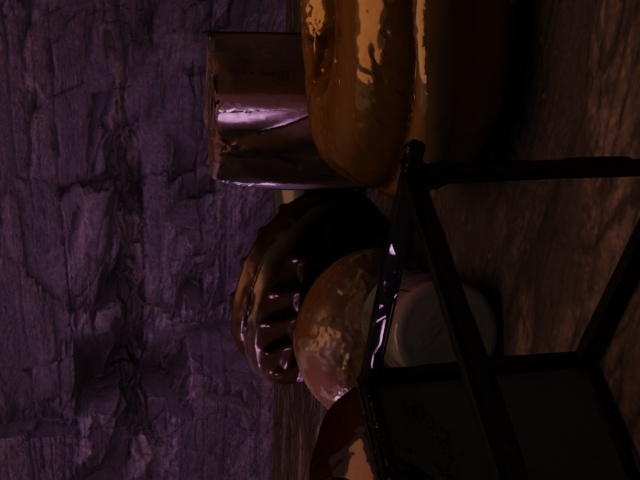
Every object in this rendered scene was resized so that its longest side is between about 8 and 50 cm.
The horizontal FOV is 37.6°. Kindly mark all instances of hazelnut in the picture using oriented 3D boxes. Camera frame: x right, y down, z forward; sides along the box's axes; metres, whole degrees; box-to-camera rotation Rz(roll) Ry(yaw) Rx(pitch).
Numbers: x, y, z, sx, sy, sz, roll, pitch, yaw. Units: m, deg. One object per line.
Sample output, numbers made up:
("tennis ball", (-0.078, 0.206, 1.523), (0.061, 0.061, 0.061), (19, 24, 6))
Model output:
("hazelnut", (0.092, 0.297, 1.162), (0.217, 0.217, 0.252), (179, 77, -80))

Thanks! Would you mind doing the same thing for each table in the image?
("table", (0.171, 0.136, 0.624), (0.272, 0.222, 0.335), (99, 165, -44))

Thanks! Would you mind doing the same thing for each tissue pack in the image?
("tissue pack", (-0.014, -0.164, 1.381), (0.238, 0.305, 0.239), (179, 90, -80))

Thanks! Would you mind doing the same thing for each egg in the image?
("egg", (0.060, 0.130, 1.321), (0.203, 0.203, 0.245), (-126, 42, -73))

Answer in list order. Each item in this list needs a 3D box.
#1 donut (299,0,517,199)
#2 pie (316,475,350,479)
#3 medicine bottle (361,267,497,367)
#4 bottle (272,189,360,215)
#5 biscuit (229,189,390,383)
("donut", (0.089, -0.263, 1.086), (0.449, 0.198, 0.449), (177, 90, -81))
("pie", (0.034, 0.280, 0.601), (0.273, 0.069, 0.273), (167, 90, -76))
("medicine bottle", (0.127, 0.103, 1.127), (0.168, 0.135, 0.135), (176, 92, -81))
("bottle", (0.001, 0.000, 1.770), (0.168, 0.168, 0.347), (-137, 41, -76))
("biscuit", (-0.009, 0.070, 1.458), (0.103, 0.332, 0.332), (27, 129, 31))
